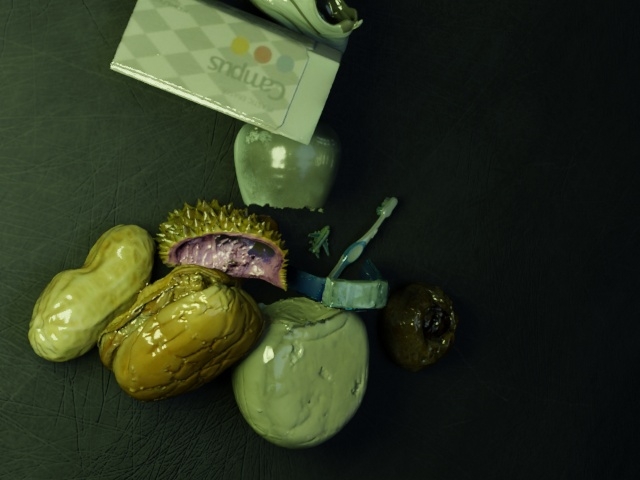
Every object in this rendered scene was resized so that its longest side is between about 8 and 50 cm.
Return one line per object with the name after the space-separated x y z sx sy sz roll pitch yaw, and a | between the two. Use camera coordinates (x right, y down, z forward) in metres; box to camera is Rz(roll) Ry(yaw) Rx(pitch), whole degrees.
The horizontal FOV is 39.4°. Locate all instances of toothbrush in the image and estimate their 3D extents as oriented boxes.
0.073 0.038 2.136 0.386 0.040 0.040 -54 125 -22 | toothbrush

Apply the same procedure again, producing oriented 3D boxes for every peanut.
-0.417 0.095 1.661 0.305 0.147 0.147 -45 122 -29 | peanut

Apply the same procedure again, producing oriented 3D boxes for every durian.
-0.196 -0.016 1.787 0.260 0.186 0.154 1 127 -20 | durian

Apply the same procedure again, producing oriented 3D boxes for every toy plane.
-0.002 0.000 2.072 0.080 0.033 0.083 44 61 -34 | toy plane

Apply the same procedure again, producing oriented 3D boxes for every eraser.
-0.172 -0.344 1.703 0.397 0.082 0.213 22 88 -4 | eraser

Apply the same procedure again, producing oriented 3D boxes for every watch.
0.064 0.093 1.956 0.276 0.274 0.068 0 99 -32 | watch

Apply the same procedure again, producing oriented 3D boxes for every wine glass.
-0.064 -0.222 1.867 0.238 0.238 0.323 2 95 -41 | wine glass

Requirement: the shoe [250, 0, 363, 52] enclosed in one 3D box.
-0.035 -0.519 1.844 0.316 0.159 0.124 43 52 -16 | shoe

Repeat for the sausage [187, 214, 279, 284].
-0.189 0.045 1.872 0.270 0.109 0.109 -43 121 -27 | sausage

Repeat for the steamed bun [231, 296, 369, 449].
-0.063 0.279 1.923 0.334 0.233 0.312 -4 101 -43 | steamed bun

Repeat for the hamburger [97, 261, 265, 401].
-0.262 0.178 1.669 0.318 0.158 0.318 -29 154 -16 | hamburger

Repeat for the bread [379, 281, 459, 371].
0.257 0.218 2.264 0.230 0.123 0.230 -6 100 -37 | bread
